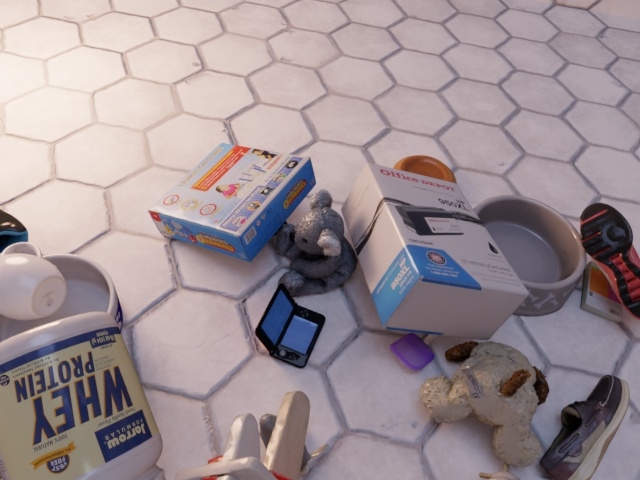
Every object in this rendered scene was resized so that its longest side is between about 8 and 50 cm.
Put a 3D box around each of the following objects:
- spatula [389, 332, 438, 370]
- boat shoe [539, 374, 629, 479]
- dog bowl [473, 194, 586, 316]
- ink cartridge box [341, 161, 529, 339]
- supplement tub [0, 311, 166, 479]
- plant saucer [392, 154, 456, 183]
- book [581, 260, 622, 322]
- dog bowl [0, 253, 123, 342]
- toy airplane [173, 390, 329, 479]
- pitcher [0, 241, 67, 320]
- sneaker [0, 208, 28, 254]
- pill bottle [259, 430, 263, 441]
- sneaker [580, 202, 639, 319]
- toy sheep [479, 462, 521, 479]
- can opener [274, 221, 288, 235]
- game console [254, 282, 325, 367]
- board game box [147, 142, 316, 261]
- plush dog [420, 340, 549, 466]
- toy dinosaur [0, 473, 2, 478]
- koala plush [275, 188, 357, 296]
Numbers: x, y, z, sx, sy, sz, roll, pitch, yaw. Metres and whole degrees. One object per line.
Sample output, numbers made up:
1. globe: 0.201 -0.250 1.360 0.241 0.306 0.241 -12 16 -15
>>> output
1. spatula: 0.288 0.207 1.200 0.296 0.030 0.084 -30 62 -27
2. boat shoe: 0.547 0.379 1.055 0.092 0.103 0.285 37 62 15
3. dog bowl: 0.521 0.023 1.331 0.348 0.102 0.349 3 51 -4
4. ink cartridge box: 0.242 0.015 1.179 0.285 0.166 0.395 10 39 -24
5. supplement tub: -0.409 0.309 0.850 0.235 0.235 0.325 -22 82 -22
6. plant saucer: 0.310 -0.188 1.511 0.199 0.037 0.200 4 52 -5
7. book: 0.732 0.132 1.316 0.096 0.035 0.144 24 53 6
8. dog bowl: -0.565 0.163 1.080 0.264 0.104 0.265 4 51 -4
9. toy airplane: -0.075 0.460 0.803 0.386 0.272 0.385 -2 58 -51
10. pitcher: -0.598 0.068 1.018 0.207 0.126 0.178 15 35 19
11. sneaker: -0.814 0.052 1.125 0.139 0.125 0.341 26 55 7
12. pill bottle: -0.078 0.374 1.013 0.083 0.043 0.043 -29 61 -27
13. sneaker: 0.742 0.058 1.282 0.115 0.136 0.314 -24 70 17
14. toy sheep: 0.343 0.481 0.959 0.091 0.091 0.132 18 47 7
15. can opener: -0.162 -0.078 1.362 0.059 0.073 0.186 -49 61 7
16. game console: -0.063 0.189 1.135 0.124 0.085 0.144 20 53 9
17. board game box: -0.218 -0.111 1.288 0.301 0.086 0.308 15 50 30
18. plush dog: 0.369 0.292 1.064 0.262 0.211 0.225 28 27 12
19. toy dinosaur: -0.573 0.397 0.933 0.112 0.064 0.212 -15 44 4
20. koala plush: 0.000 0.000 1.205 0.203 0.221 0.196 -1 52 -8
